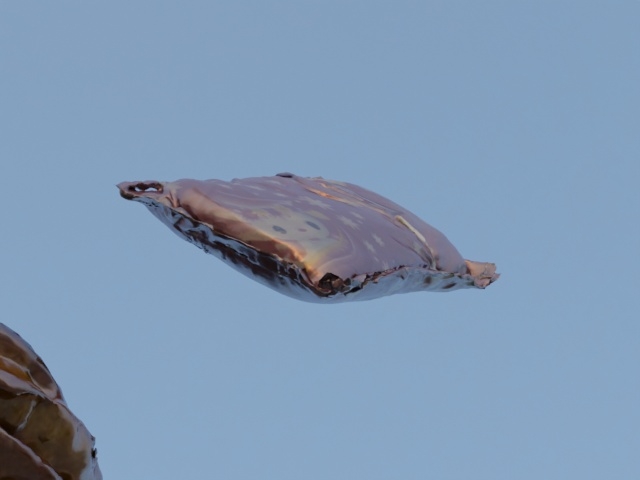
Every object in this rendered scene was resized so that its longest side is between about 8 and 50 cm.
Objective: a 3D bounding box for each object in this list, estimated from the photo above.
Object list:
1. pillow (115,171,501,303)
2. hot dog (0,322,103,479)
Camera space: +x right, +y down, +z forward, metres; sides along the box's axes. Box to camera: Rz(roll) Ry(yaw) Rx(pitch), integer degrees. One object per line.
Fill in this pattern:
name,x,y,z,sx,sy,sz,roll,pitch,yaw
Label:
pillow,0.000,0.000,0.682,0.118,0.185,0.043,26,-76,25
hot dog,-0.167,0.104,0.597,0.175,0.259,0.114,-5,-109,-8
